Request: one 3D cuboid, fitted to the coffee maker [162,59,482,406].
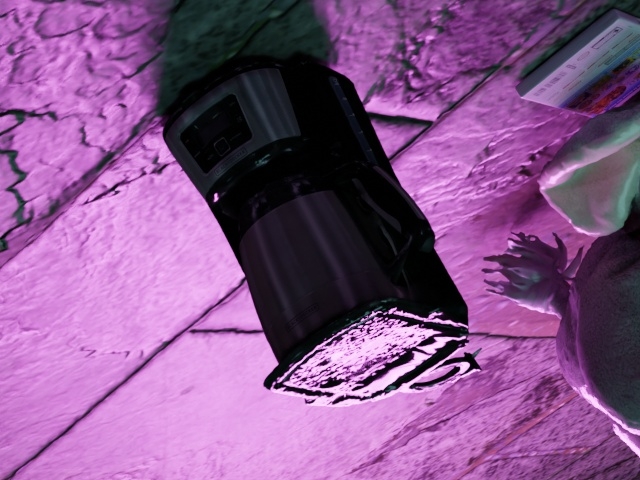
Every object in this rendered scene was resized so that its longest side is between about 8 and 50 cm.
[{"bbox_3d":[0.000,0.000,1.106,0.120,0.178,0.171,-26,156,2],"label":"coffee maker"}]

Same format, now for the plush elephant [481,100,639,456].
[{"bbox_3d":[0.284,0.006,1.387,0.272,0.330,0.255,-27,141,-43],"label":"plush elephant"}]

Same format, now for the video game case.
[{"bbox_3d":[0.195,-0.118,1.297,0.087,0.011,0.122,-39,156,25],"label":"video game case"}]
